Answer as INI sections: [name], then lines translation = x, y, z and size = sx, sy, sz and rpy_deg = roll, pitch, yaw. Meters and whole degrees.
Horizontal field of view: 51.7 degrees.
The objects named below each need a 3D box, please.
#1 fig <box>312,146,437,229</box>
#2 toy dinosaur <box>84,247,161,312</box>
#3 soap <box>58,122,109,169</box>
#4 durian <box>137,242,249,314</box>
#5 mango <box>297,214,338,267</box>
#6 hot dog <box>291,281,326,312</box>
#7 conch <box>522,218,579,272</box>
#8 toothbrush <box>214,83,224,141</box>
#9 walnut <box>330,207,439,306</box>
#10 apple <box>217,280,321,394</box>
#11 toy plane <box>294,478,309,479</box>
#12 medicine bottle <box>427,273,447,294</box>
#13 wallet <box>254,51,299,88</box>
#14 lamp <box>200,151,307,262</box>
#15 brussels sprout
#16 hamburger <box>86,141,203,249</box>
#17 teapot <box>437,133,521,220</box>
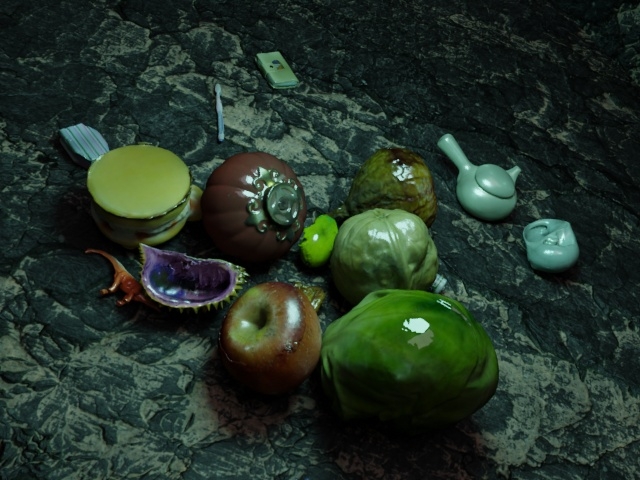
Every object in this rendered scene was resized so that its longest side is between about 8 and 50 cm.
[fig]
translation = 0.155, -0.103, 1.966
size = 0.369, 0.286, 0.286
rpy_deg = -26, 62, -1
[toy dinosaur]
translation = -0.504, 0.107, 1.660
size = 0.280, 0.055, 0.101
rpy_deg = 35, 41, 11
[soap]
translation = -0.665, -0.265, 1.885
size = 0.100, 0.056, 0.149
rpy_deg = -28, 67, -32
[durian]
translation = -0.318, 0.103, 1.666
size = 0.261, 0.186, 0.153
rpy_deg = 12, 93, 4
[mango]
translation = 0.001, 0.001, 1.878
size = 0.100, 0.119, 0.178
rpy_deg = 18, 48, 11
[hot dog]
translation = -0.039, 0.157, 1.758
size = 0.099, 0.065, 0.147
rpy_deg = 16, 31, 13
[conch]
translation = 0.737, 0.017, 2.129
size = 0.185, 0.121, 0.221
rpy_deg = 28, 43, 4
[toothbrush]
translation = -0.327, -0.414, 2.142
size = 0.021, 0.027, 0.269
rpy_deg = -17, 53, 12
[walnut]
translation = 0.173, 0.049, 1.791
size = 0.253, 0.276, 0.282
rpy_deg = 19, 42, 40
[apple]
translation = -0.117, 0.236, 1.583
size = 0.252, 0.206, 0.271
rpy_deg = -32, 47, 0
[toy plane]
translation = -0.008, 0.600, 1.461
size = 0.062, 0.054, 0.167
rpy_deg = -28, 65, -6
[medicine bottle]
translation = 0.256, 0.093, 1.943
size = 0.221, 0.061, 0.092
rpy_deg = 35, 70, 10
[wallet]
translation = -0.158, -0.601, 2.341
size = 0.110, 0.039, 0.155
rpy_deg = -14, 60, -32
[lamp]
translation = -0.177, -0.089, 1.785
size = 0.303, 0.257, 0.302
rpy_deg = 0, 90, -42
[brussels sprout]
translation = 0.218, 0.275, 1.584
size = 0.426, 0.361, 0.342
rpy_deg = 5, 55, -17
[hamburger]
translation = -0.456, -0.114, 1.759
size = 0.303, 0.186, 0.260
rpy_deg = -22, 62, -21
[teapot]
translation = 0.513, -0.199, 2.197
size = 0.319, 0.149, 0.219
rpy_deg = 23, 48, -3
